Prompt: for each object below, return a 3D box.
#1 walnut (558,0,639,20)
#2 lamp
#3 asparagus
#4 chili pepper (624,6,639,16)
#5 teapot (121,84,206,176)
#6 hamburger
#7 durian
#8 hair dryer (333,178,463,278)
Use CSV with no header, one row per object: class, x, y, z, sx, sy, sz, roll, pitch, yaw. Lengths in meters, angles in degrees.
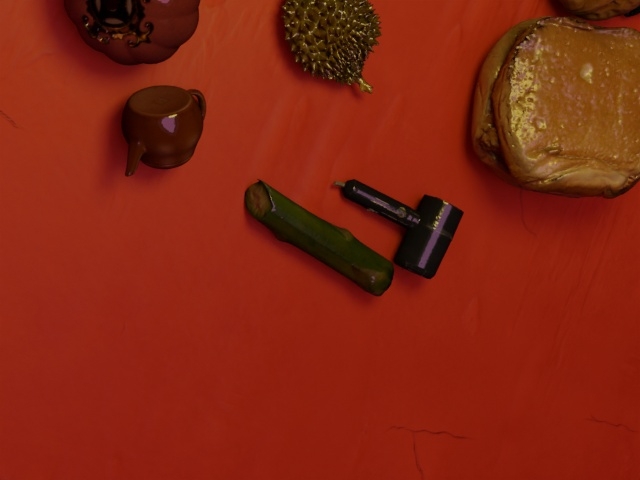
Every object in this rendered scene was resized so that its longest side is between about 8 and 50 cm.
walnut,0.459,-0.434,1.566,0.159,0.207,0.159,10,72,-33
lamp,-0.239,-0.317,1.277,0.182,0.140,0.182,7,120,13
asparagus,0.001,0.000,1.495,0.278,0.060,0.067,30,96,-26
chili pepper,0.556,-0.521,1.643,0.148,0.116,0.264,-29,111,-23
teapot,-0.210,-0.147,1.350,0.173,0.116,0.116,-44,117,-42
hamburger,0.400,-0.212,1.587,0.305,0.174,0.284,7,94,-27
durian,0.026,-0.296,1.437,0.146,0.102,0.208,-39,117,-21
hair dryer,0.110,-0.036,1.543,0.219,0.071,0.124,28,86,-20
